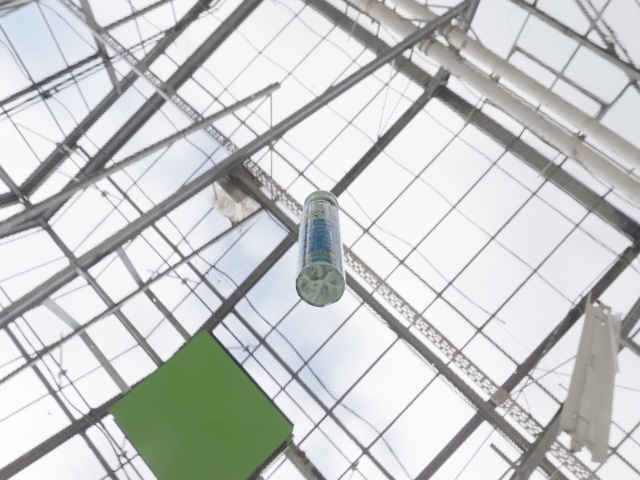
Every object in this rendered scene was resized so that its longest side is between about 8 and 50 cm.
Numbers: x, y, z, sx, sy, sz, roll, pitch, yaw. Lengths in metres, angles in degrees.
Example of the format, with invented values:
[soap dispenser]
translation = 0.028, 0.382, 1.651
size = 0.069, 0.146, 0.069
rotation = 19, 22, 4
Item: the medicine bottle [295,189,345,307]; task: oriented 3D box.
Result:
[medicine bottle]
translation = 0.000, 0.000, 0.541
size = 0.051, 0.051, 0.191
rotation = 5, -151, -2
